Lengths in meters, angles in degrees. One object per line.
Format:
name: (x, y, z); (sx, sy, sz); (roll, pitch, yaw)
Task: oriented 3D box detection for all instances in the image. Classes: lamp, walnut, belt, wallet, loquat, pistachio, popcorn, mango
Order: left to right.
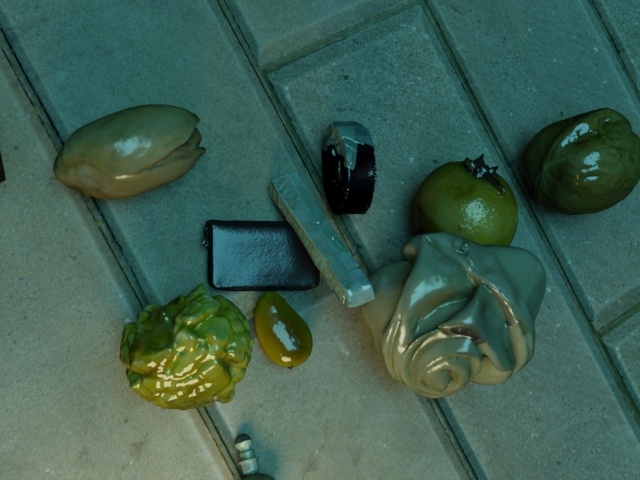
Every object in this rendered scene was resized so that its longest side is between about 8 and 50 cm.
pistachio: (-0.362, -0.171, 1.633); (0.293, 0.181, 0.162); (-23, 128, -18)
popcorn: (-0.247, 0.194, 1.585); (0.249, 0.249, 0.225); (11, 43, -18)
lamp: (-0.134, 0.457, 1.669); (0.091, 0.091, 0.163); (-11, 69, -21)
wallet: (-0.120, 0.031, 1.751); (0.250, 0.044, 0.149); (-1, 85, -21)
mango: (-0.079, 0.179, 1.726); (0.103, 0.076, 0.161); (-27, 89, -16)
belt: (0.057, -0.153, 1.781); (0.078, 0.151, 0.198); (-2, 81, -19)
loquat: (0.313, -0.063, 1.819); (0.244, 0.244, 0.244); (3, 81, -19)
walnut: (0.606, -0.179, 1.942); (0.283, 0.283, 0.227); (-22, 49, -21)

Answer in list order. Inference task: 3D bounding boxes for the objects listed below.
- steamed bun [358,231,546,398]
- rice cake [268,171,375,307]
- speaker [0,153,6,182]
steamed bun: (0.254, 0.170, 1.693); (0.368, 0.342, 0.255); (14, 37, -5)
rice cake: (0.000, 0.000, 1.708); (0.066, 0.063, 0.336); (-22, 60, -22)
speaker: (-0.686, -0.199, 1.481); (0.184, 0.232, 0.254); (-33, 89, -21)
